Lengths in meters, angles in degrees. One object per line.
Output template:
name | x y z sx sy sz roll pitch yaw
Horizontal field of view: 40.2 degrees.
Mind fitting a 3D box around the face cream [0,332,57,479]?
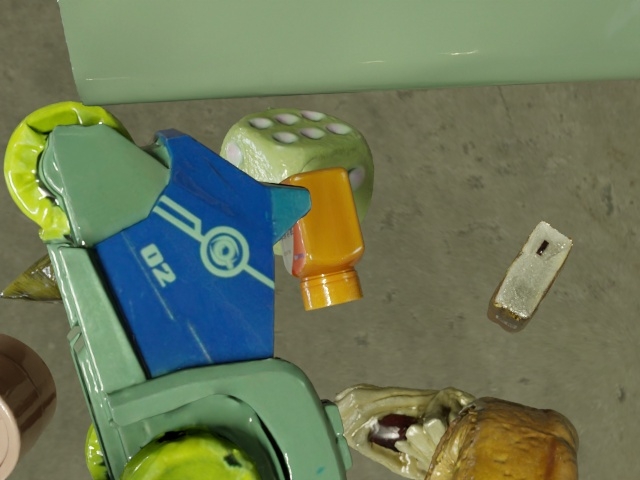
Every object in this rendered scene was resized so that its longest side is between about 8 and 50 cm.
face cream | -0.382 0.188 0.969 0.149 0.104 0.149 2 108 6

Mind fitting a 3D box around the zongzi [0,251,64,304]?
zongzi | -0.270 0.023 0.957 0.204 0.205 0.094 -8 80 -8

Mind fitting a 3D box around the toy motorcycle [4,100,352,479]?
toy motorcycle | -0.088 0.054 0.614 0.200 0.191 0.326 -15 97 -19

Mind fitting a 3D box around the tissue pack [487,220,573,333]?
tissue pack | 0.395 0.079 1.663 0.092 0.226 0.183 32 84 11

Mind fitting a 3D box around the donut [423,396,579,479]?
donut | 0.209 0.343 1.095 0.150 0.299 0.317 20 109 4

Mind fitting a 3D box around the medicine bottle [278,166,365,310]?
medicine bottle | -0.001 0.000 1.469 0.112 0.149 0.222 -11 86 -19

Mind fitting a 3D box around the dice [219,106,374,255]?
dice | -0.057 -0.127 1.848 0.254 0.252 0.249 33 126 40

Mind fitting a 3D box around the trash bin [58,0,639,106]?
trash bin | 0.040 -0.191 0.431 0.343 0.158 0.223 -7 125 -10

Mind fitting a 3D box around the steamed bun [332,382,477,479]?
steamed bun | 0.244 0.384 1.665 0.428 0.189 0.247 23 121 -14
